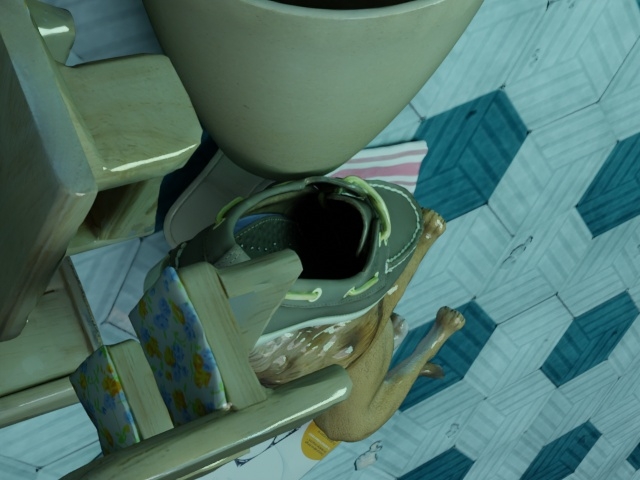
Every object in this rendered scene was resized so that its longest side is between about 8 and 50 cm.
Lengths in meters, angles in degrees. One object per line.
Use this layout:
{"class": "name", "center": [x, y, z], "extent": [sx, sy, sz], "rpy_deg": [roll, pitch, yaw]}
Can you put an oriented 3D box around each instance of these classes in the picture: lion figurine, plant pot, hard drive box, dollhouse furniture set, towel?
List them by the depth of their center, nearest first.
{"class": "dollhouse furniture set", "center": [-0.233, 0.011, 0.600], "extent": [0.256, 0.362, 0.394], "rpy_deg": [-17, 166, -31]}
{"class": "plant pot", "center": [-0.011, -0.165, 0.721], "extent": [0.256, 0.256, 0.274], "rpy_deg": [-27, 157, -19]}
{"class": "lion figurine", "center": [0.026, 0.108, 1.002], "extent": [0.240, 0.142, 0.392], "rpy_deg": [-52, 141, -24]}
{"class": "towel", "center": [0.034, -0.011, 1.061], "extent": [0.144, 0.029, 0.197], "rpy_deg": [-15, 135, -31]}
{"class": "hard drive box", "center": [-0.107, 0.230, 1.126], "extent": [0.232, 0.089, 0.181], "rpy_deg": [-42, 142, 1]}

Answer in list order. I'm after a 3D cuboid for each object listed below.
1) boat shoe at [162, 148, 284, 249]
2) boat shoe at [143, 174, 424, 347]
{"class": "boat shoe", "center": [-0.060, -0.068, 0.916], "extent": [0.206, 0.075, 0.065], "rpy_deg": [-45, -174, -5]}
{"class": "boat shoe", "center": [0.003, 0.004, 0.773], "extent": [0.091, 0.109, 0.305], "rpy_deg": [-40, 168, 35]}
